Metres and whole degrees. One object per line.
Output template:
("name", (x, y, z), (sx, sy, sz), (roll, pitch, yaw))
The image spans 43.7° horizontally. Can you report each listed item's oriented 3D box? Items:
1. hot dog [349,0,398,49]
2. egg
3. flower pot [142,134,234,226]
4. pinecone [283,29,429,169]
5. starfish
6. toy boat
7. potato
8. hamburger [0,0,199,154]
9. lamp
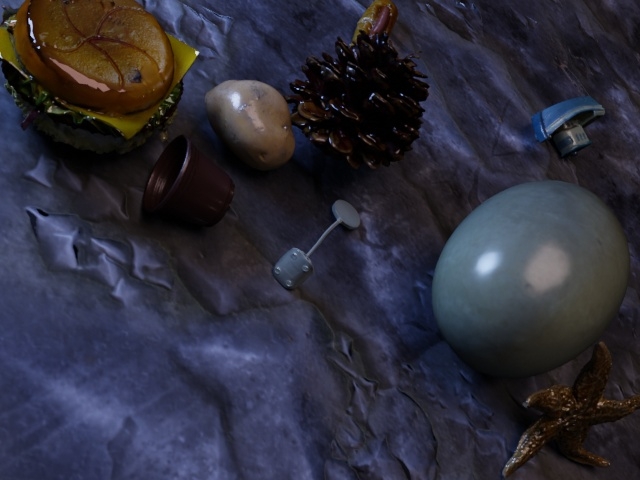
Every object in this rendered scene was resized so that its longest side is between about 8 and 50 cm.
("hot dog", (0.095, -0.374, 1.433), (0.066, 0.047, 0.216), (32, 48, -9))
("egg", (0.304, 0.052, 1.153), (0.258, 0.258, 0.352), (52, 45, 5))
("flower pot", (-0.163, -0.067, 1.028), (0.089, 0.111, 0.111), (28, 49, -30))
("pinecone", (0.061, -0.215, 1.195), (0.221, 0.221, 0.222), (17, 53, -24))
("starfish", (0.369, 0.248, 1.138), (0.277, 0.236, 0.062), (-18, 34, -11))
("toy boat", (0.492, -0.220, 1.574), (0.215, 0.088, 0.102), (-17, 75, -41))
("potato", (-0.096, -0.167, 1.132), (0.147, 0.112, 0.112), (52, 47, -7))
("hamburger", (-0.295, -0.216, 1.003), (0.261, 0.138, 0.243), (38, 46, -8))
("lamp", (0.000, 0.000, 1.144), (0.050, 0.056, 0.198), (45, 36, 0))
